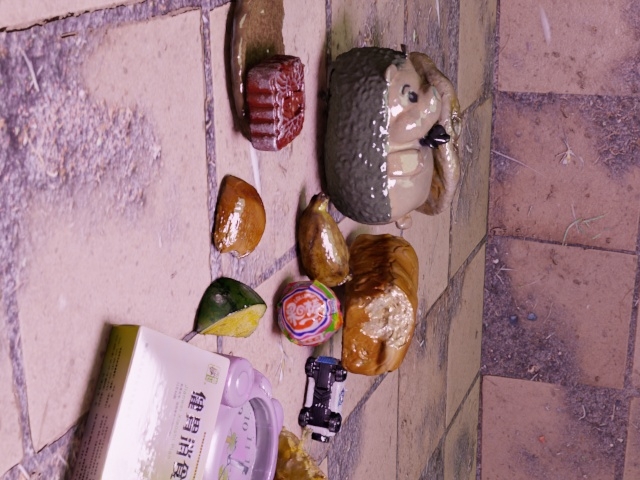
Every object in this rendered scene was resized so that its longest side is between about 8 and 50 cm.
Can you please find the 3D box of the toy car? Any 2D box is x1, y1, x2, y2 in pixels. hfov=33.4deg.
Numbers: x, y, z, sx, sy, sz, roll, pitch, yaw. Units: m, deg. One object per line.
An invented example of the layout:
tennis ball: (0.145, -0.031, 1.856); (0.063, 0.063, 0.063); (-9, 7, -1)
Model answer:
toy car: (0.010, 0.314, 2.109); (0.070, 0.080, 0.171); (11, 86, -70)

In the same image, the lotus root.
lotus root: (0.000, 0.000, 1.983); (0.108, 0.094, 0.191); (-128, -162, -61)

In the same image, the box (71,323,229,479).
box: (-0.226, 0.258, 1.409); (0.175, 0.062, 0.260); (29, 66, -46)

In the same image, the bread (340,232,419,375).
bread: (0.123, 0.125, 2.147); (0.344, 0.148, 0.195); (-80, 173, -62)

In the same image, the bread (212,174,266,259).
bread: (-0.124, -0.033, 1.696); (0.129, 0.044, 0.126); (40, 60, -70)

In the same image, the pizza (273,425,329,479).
pizza: (-0.085, 0.424, 1.842); (0.280, 0.075, 0.288); (-51, -156, 22)

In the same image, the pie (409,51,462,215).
pie: (0.195, -0.214, 2.187); (0.077, 0.339, 0.339); (-13, 116, -24)

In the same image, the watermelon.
watermelon: (-0.144, 0.101, 1.698); (0.092, 0.075, 0.181); (-41, 162, 13)

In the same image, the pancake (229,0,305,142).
pancake: (-0.083, -0.291, 1.738); (0.286, 0.033, 0.288); (-8, 104, -68)

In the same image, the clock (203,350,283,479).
clock: (-0.153, 0.335, 1.636); (0.322, 0.113, 0.295); (49, 51, -65)

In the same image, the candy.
candy: (-0.001, 0.154, 2.040); (0.365, 0.124, 0.124); (48, 51, -74)

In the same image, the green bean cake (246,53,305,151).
green bean cake: (-0.066, -0.218, 1.679); (0.135, 0.056, 0.136); (-46, 138, -58)

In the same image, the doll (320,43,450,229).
doll: (0.120, -0.195, 2.017); (0.247, 0.247, 0.349); (-52, 139, -55)
